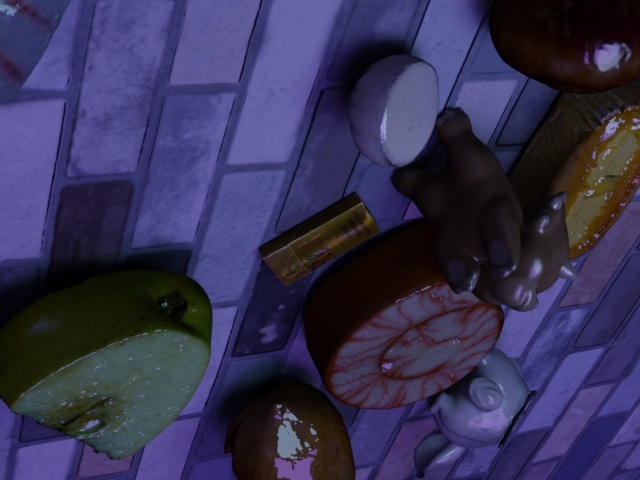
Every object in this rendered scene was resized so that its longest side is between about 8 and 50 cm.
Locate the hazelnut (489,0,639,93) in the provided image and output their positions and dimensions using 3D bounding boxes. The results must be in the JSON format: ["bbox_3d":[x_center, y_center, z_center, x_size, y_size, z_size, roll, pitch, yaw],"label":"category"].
[{"bbox_3d":[0.297,-0.258,1.400,0.204,0.178,0.178,6,146,14],"label":"hazelnut"}]

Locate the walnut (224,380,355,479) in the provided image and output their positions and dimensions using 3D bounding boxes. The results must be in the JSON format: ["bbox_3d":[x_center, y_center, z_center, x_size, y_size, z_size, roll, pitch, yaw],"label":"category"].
[{"bbox_3d":[-0.041,0.330,1.892,0.203,0.203,0.297,-19,140,-11],"label":"walnut"}]

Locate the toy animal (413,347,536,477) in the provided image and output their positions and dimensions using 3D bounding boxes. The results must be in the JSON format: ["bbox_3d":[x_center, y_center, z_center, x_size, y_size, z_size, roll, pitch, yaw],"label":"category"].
[{"bbox_3d":[0.254,0.287,2.036,0.208,0.154,0.325,-44,163,-36],"label":"toy animal"}]

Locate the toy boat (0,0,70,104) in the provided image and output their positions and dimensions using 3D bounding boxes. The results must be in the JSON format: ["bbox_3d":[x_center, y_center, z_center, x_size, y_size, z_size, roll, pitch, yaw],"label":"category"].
[{"bbox_3d":[-0.306,-0.225,1.152,0.282,0.096,0.206,-44,149,2],"label":"toy boat"}]

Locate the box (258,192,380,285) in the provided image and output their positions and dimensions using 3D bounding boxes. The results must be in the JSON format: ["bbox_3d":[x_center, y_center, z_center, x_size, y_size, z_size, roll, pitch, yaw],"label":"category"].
[{"bbox_3d":[0.000,0.000,1.653,0.156,0.022,0.089,-29,144,3],"label":"box"}]

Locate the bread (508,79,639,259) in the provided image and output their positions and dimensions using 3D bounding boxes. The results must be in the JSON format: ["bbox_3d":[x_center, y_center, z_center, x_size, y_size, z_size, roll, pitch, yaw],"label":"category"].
[{"bbox_3d":[0.368,-0.101,1.683,0.153,0.119,0.288,-5,139,-33],"label":"bread"}]

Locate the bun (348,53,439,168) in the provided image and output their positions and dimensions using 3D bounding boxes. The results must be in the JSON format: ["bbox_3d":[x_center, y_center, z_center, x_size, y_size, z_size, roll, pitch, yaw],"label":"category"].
[{"bbox_3d":[0.074,-0.160,1.448,0.138,0.094,0.138,-38,138,-44],"label":"bun"}]

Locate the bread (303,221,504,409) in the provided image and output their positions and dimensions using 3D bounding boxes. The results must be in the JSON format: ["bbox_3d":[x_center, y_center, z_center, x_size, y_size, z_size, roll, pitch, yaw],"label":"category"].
[{"bbox_3d":[0.124,0.124,1.807,0.295,0.114,0.327,-24,145,-5],"label":"bread"}]

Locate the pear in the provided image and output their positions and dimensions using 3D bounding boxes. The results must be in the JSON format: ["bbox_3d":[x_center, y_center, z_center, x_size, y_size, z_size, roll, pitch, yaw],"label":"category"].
[{"bbox_3d":[-0.263,0.129,1.536,0.293,0.159,0.292,-20,146,-14],"label":"pear"}]

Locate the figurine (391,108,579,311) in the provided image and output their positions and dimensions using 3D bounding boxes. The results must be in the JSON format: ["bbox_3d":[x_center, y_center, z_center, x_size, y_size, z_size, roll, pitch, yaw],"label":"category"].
[{"bbox_3d":[0.235,-0.027,1.603,0.173,0.247,0.177,-3,140,-45],"label":"figurine"}]
